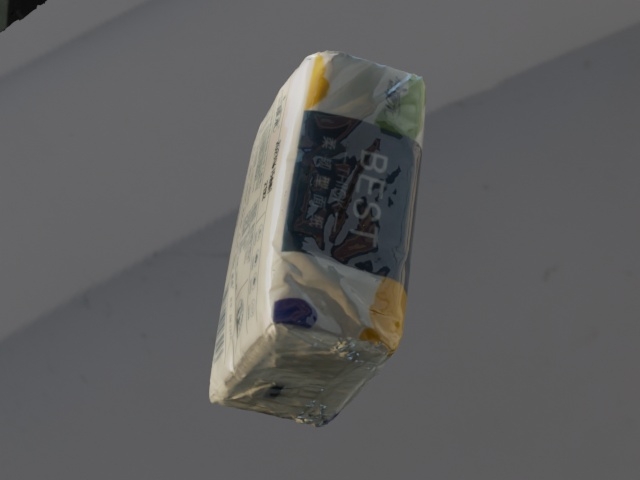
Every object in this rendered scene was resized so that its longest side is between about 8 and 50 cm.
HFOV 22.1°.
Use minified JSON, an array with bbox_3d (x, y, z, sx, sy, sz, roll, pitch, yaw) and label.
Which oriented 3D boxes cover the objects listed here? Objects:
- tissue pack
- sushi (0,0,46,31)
[{"bbox_3d":[0.000,0.000,0.436,0.042,0.062,0.083,14,-120,-11],"label":"tissue pack"},{"bbox_3d":[-0.193,-0.256,0.944,0.219,0.047,0.231,-38,-58,-22],"label":"sushi"}]
